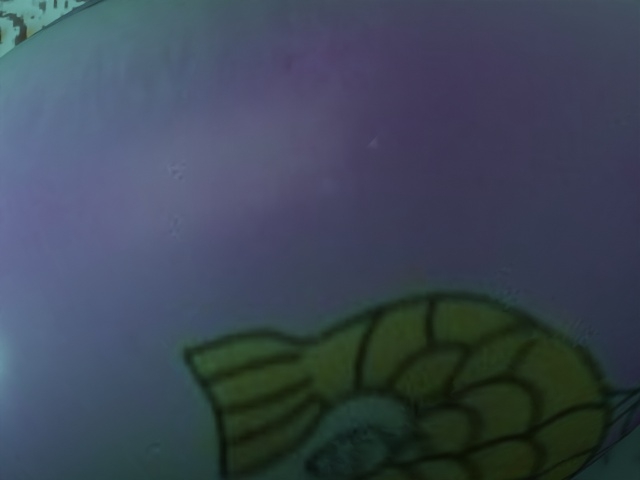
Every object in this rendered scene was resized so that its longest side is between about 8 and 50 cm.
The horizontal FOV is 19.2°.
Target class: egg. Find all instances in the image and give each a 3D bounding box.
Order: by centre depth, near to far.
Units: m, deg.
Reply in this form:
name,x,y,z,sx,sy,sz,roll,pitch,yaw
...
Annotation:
name,x,y,z,sx,sy,sz,roll,pitch,yaw
egg,0.000,0.000,0.557,0.271,0.196,0.196,-34,46,14
